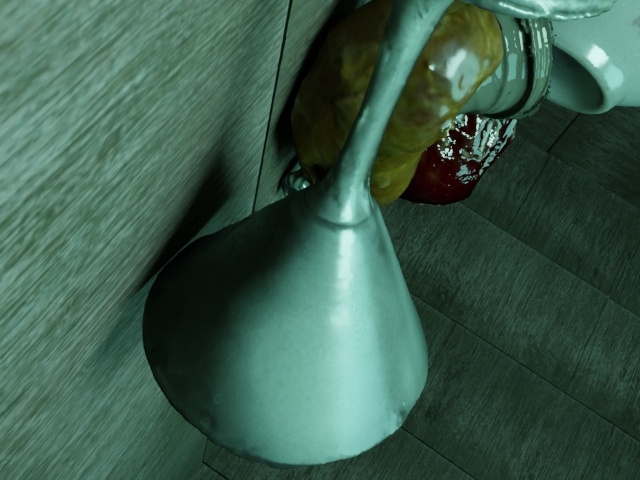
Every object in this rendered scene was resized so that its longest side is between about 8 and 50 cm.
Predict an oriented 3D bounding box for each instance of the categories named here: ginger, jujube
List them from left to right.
[{"bbox_3d":[0.052,-0.135,0.745,0.321,0.172,0.165,124,-36,-62],"label":"ginger"},{"bbox_3d":[0.222,-0.228,1.197,0.377,0.258,0.258,-54,175,16],"label":"jujube"}]

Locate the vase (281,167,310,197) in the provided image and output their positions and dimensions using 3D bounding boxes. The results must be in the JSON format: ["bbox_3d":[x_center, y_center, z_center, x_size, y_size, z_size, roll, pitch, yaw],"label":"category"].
[{"bbox_3d":[0.013,-0.103,0.932,0.149,0.081,0.081,-50,172,-22],"label":"vase"}]

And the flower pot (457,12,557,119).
[{"bbox_3d":[0.156,-0.234,0.866,0.140,0.235,0.235,-27,165,-16],"label":"flower pot"}]

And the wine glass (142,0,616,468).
[{"bbox_3d":[0.022,-0.051,0.525,0.267,0.267,0.406,-51,166,-46],"label":"wine glass"}]

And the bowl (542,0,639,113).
[{"bbox_3d":[0.343,-0.289,0.908,0.196,0.435,0.435,-55,174,-1],"label":"bowl"}]
